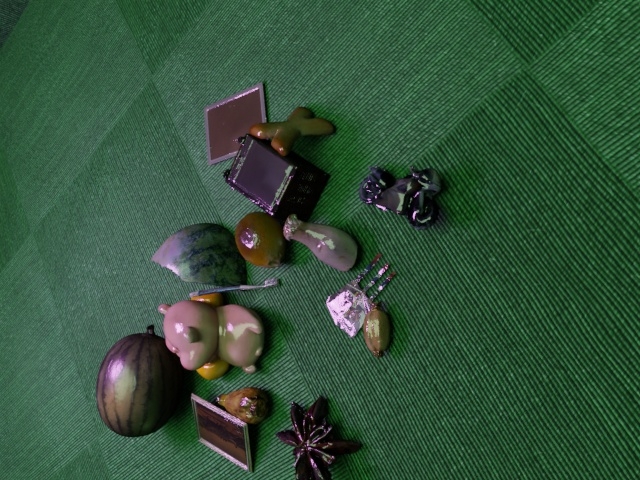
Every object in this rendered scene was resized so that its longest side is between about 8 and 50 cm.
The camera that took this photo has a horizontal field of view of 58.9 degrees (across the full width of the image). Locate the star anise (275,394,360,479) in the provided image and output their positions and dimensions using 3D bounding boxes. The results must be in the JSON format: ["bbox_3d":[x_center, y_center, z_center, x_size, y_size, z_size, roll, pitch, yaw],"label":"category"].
[{"bbox_3d":[-0.022,0.571,1.575,0.212,0.129,0.283,-50,53,14],"label":"star anise"}]

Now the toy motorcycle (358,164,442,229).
[{"bbox_3d":[0.213,-0.134,1.475,0.270,0.106,0.159,33,102,43],"label":"toy motorcycle"}]

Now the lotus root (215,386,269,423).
[{"bbox_3d":[-0.239,0.502,1.747,0.190,0.094,0.108,-2,77,41],"label":"lotus root"}]

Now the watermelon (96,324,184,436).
[{"bbox_3d":[-0.596,0.464,1.885,0.278,0.279,0.360,7,89,35],"label":"watermelon"}]

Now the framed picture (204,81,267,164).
[{"bbox_3d":[-0.282,-0.385,1.892,0.273,0.016,0.217,-11,79,33],"label":"framed picture"}]

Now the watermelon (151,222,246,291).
[{"bbox_3d":[-0.390,0.059,1.837,0.176,0.260,0.256,-48,44,37],"label":"watermelon"}]

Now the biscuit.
[{"bbox_3d":[-0.081,-0.324,1.644,0.164,0.207,0.047,35,140,33],"label":"biscuit"}]

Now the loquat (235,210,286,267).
[{"bbox_3d":[-0.175,0.002,1.711,0.152,0.152,0.195,-46,55,23],"label":"loquat"}]

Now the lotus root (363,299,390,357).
[{"bbox_3d":[0.150,0.235,1.512,0.073,0.062,0.150,-5,84,27],"label":"lotus root"}]

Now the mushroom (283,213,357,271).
[{"bbox_3d":[0.000,0.000,1.589,0.225,0.093,0.116,29,117,-1],"label":"mushroom"}]

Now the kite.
[{"bbox_3d":[0.113,0.148,1.573,0.141,0.015,0.245,50,117,26],"label":"kite"}]

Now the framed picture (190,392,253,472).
[{"bbox_3d":[-0.315,0.609,1.791,0.252,0.014,0.197,15,119,35],"label":"framed picture"}]

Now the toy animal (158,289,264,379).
[{"bbox_3d":[-0.357,0.312,1.747,0.345,0.246,0.278,21,98,34],"label":"toy animal"}]

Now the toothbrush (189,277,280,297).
[{"bbox_3d":[-0.268,0.148,1.758,0.288,0.024,0.026,-9,73,6],"label":"toothbrush"}]

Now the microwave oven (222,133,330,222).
[{"bbox_3d":[-0.135,-0.177,1.676,0.247,0.178,0.188,37,105,32],"label":"microwave oven"}]
